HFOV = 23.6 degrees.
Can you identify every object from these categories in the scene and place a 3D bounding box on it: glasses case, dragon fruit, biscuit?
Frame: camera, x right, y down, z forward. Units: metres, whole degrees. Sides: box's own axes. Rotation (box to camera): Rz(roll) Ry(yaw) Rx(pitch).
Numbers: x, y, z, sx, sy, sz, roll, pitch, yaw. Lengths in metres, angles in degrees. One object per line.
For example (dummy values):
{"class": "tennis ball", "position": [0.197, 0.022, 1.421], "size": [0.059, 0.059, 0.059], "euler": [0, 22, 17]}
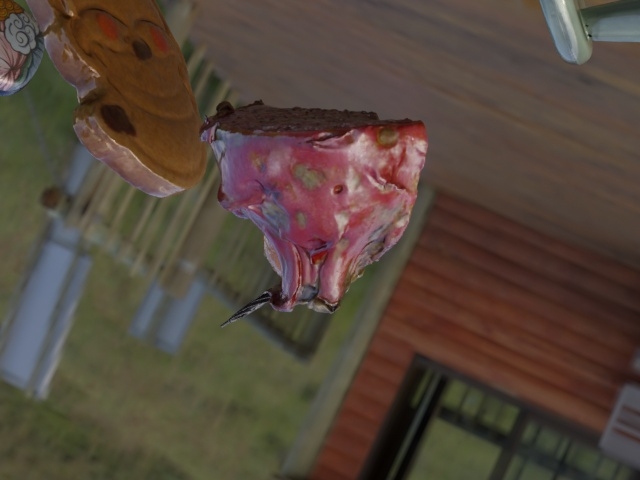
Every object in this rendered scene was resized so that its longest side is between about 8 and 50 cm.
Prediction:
{"class": "glasses case", "position": [-0.478, -0.282, 1.807], "size": [0.321, 0.122, 0.082], "euler": [28, 144, -20]}
{"class": "dragon fruit", "position": [-0.019, -0.028, 1.453], "size": [0.134, 0.211, 0.262], "euler": [-20, -164, -34]}
{"class": "biscuit", "position": [-0.299, -0.276, 2.318], "size": [0.455, 0.078, 0.350], "euler": [67, -162, 13]}

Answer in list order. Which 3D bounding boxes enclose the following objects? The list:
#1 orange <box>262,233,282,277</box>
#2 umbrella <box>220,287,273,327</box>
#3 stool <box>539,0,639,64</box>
{"class": "orange", "position": [-0.001, -0.001, 1.802], "size": [0.135, 0.135, 0.117], "euler": [35, -157, -46]}
{"class": "umbrella", "position": [-0.056, 0.059, 1.644], "size": [0.013, 0.122, 0.022], "euler": [58, 167, -13]}
{"class": "stool", "position": [0.283, -0.269, 1.336], "size": [0.199, 0.195, 0.195], "euler": [-13, 124, 13]}
